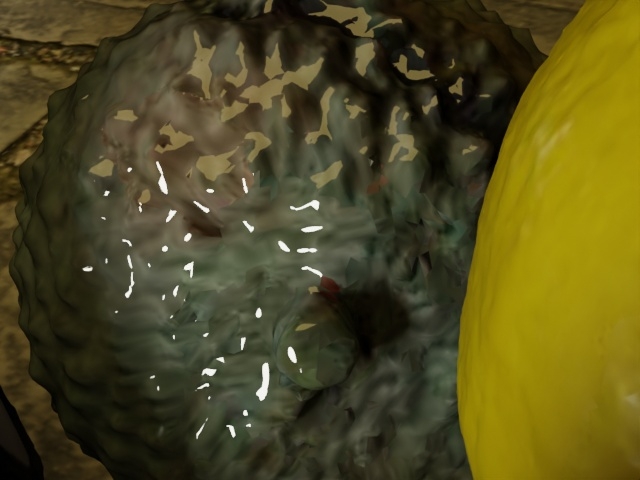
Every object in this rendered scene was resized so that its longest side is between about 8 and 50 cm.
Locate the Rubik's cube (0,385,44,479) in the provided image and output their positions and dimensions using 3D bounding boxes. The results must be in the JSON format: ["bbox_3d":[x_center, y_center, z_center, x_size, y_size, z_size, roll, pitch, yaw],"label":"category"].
[{"bbox_3d":[-0.299,0.097,0.635,0.307,0.310,0.305,-25,10,-1],"label":"Rubik's cube"}]

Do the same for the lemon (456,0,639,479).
[{"bbox_3d":[0.203,0.026,0.482,0.348,0.348,0.348,-15,36,11],"label":"lemon"}]

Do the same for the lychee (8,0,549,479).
[{"bbox_3d":[0.000,0.000,0.694,0.255,0.255,0.274,-15,21,12],"label":"lychee"}]
